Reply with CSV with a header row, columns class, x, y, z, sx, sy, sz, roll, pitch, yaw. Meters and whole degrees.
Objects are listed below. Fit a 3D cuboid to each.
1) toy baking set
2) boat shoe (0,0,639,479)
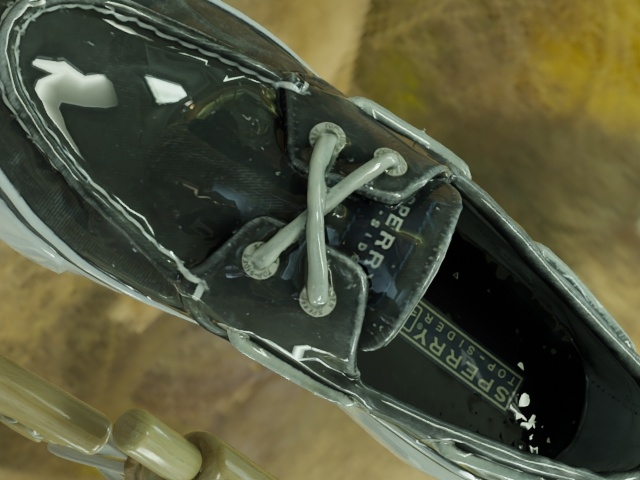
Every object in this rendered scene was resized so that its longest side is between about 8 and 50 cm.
class,x,y,z,sx,sy,sz,roll,pitch,yaw
toy baking set,-0.078,0.091,0.759,0.256,0.197,0.030,41,73,-44
boat shoe,0.000,0.000,0.581,0.301,0.102,0.108,39,73,-27
